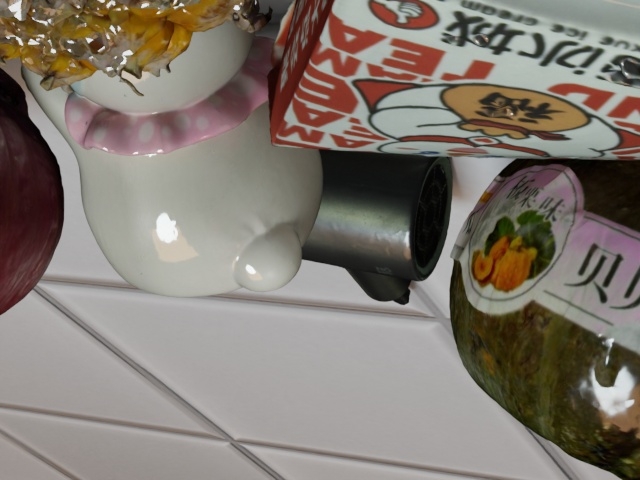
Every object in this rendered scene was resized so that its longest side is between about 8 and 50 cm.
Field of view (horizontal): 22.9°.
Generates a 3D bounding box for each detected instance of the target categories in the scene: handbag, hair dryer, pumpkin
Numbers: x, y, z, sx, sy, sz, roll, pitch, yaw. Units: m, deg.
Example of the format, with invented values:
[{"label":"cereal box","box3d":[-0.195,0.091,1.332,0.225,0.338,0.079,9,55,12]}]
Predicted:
[{"label":"handbag","box3d":[0.079,-0.097,0.622,0.171,0.151,0.298,13,162,-5]},{"label":"hair dryer","box3d":[0.000,0.000,1.029,0.196,0.078,0.248,10,163,20]},{"label":"pumpkin","box3d":[0.193,0.038,0.830,0.260,0.189,0.260,34,-178,-2]}]

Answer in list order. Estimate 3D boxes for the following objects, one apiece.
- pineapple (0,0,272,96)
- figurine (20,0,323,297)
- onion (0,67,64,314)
[{"label":"pineapple","box3d":[-0.108,-0.146,0.622,0.225,0.076,0.225,9,127,12]},{"label":"figurine","box3d":[-0.084,-0.096,0.780,0.155,0.127,0.235,-127,18,-57]},{"label":"onion","box3d":[-0.313,-0.014,0.814,0.348,0.285,0.347,16,-173,-2]}]
